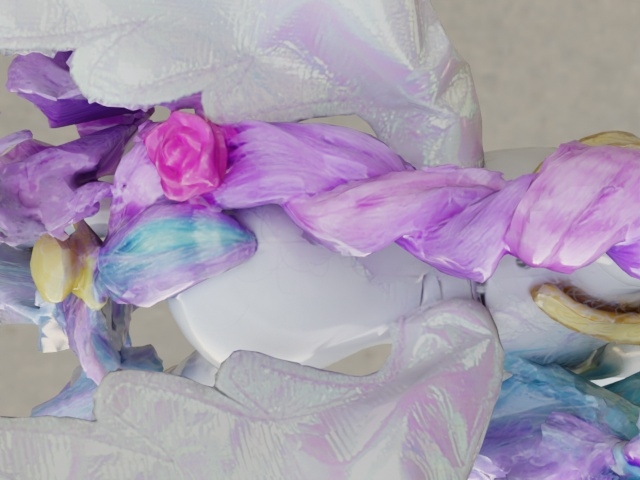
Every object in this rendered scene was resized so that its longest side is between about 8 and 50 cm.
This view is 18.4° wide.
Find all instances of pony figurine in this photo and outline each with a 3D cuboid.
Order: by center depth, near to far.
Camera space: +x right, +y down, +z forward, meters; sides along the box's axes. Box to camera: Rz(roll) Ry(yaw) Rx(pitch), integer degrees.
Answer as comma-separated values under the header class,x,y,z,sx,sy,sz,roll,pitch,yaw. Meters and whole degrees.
class,x,y,z,sx,sy,sz,roll,pitch,yaw
pony figurine,0.000,0.000,0.596,0.351,0.302,0.363,-1,174,-21
